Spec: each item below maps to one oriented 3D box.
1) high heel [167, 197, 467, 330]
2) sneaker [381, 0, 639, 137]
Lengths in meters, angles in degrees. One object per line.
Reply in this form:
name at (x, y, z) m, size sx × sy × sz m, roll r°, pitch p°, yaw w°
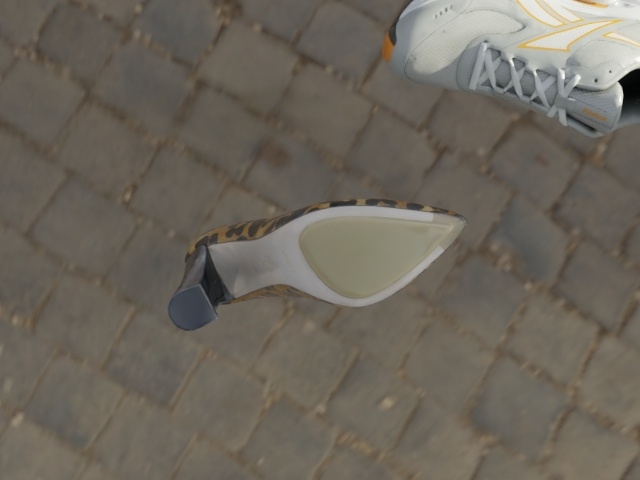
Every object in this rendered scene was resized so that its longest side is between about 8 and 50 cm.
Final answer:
high heel at (0.000, 0.000, 1.677) m, size 0.261 × 0.186 × 0.093 m, roll -16°, pitch 102°, yaw 9°
sneaker at (0.180, -0.137, 1.532) m, size 0.262 × 0.099 × 0.121 m, roll -1°, pitch 47°, yaw -18°
